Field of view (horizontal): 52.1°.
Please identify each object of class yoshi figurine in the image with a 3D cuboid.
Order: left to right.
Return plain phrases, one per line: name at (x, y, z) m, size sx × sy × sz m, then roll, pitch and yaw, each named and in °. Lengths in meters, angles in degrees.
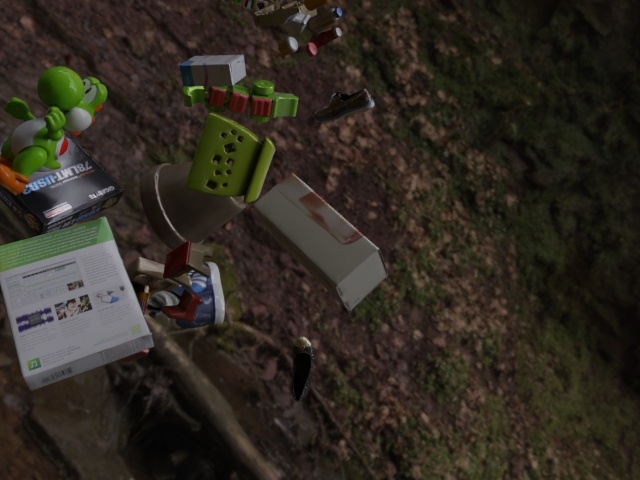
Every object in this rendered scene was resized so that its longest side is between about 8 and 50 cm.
yoshi figurine at (-0.713, -0.305, 1.659) m, size 0.203 × 0.362 × 0.203 m, roll 44°, pitch -8°, yaw -9°

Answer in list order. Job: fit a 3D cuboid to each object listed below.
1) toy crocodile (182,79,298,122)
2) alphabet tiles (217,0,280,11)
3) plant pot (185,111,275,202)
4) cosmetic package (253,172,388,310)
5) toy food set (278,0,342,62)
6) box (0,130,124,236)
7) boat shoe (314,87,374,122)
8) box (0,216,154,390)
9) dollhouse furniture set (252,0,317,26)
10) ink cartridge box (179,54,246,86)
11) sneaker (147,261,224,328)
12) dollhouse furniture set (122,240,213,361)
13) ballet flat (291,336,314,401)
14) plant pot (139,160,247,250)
toy crocodile at (-0.234, -0.416, 1.931) m, size 0.341 × 0.115 × 0.105 m, roll 9°, pitch 35°, yaw -14°
alphabet tiles at (-0.197, -0.829, 2.017) m, size 0.198 × 0.237 × 0.009 m, roll 7°, pitch 28°, yaw -24°
plant pot at (-0.255, -0.233, 1.910) m, size 0.207 × 0.227 × 0.228 m, roll 18°, pitch 9°, yaw -9°
cosmetic package at (0.000, 0.000, 1.480) m, size 0.296 × 0.129 × 0.153 m, roll 44°, pitch -10°, yaw 27°
toy food set at (-0.013, -0.559, 1.713) m, size 0.104 × 0.232 × 0.111 m, roll -10°, pitch -49°, yaw 40°
box at (-0.765, -0.174, 1.849) m, size 0.293 × 0.073 × 0.295 m, roll 44°, pitch 38°, yaw 7°
boat shoe at (0.060, -0.387, 1.856) m, size 0.066 × 0.183 × 0.066 m, roll -67°, pitch 138°, yaw -55°
box at (-0.487, 0.110, 1.278) m, size 0.322 × 0.232 × 0.058 m, roll 59°, pitch -24°, yaw 32°
dollhouse furniture set at (-0.123, -0.761, 1.903) m, size 0.161 × 0.212 × 0.242 m, roll 6°, pitch -58°, yaw 30°
ink cartridge box at (-0.239, -0.381, 1.465) m, size 0.088 × 0.122 × 0.052 m, roll -62°, pitch 150°, yaw -57°
sneaker at (-0.437, 0.163, 2.053) m, size 0.236 × 0.130 × 0.323 m, roll 0°, pitch 26°, yaw -18°
dollhouse furniture set at (-0.429, 0.145, 1.575) m, size 0.152 × 0.374 × 0.201 m, roll 22°, pitch 55°, yaw -35°
ballet flat at (-0.045, 0.328, 1.668) m, size 0.057 × 0.173 × 0.049 m, roll 3°, pitch 14°, yaw 4°
plant pot at (-0.420, -0.150, 2.292) m, size 0.323 × 0.280 × 0.323 m, roll -19°, pitch 90°, yaw -74°
